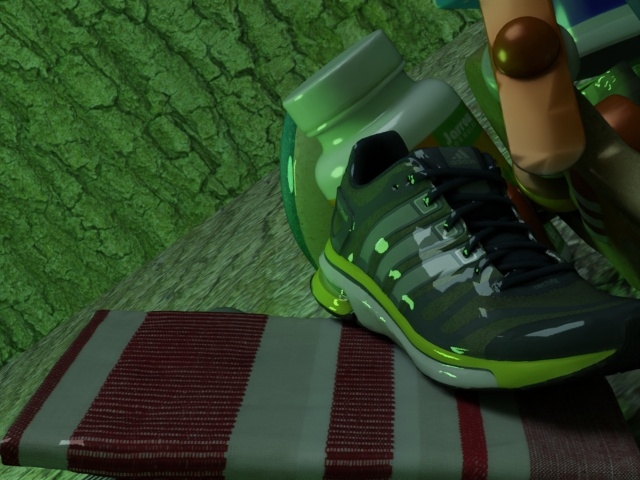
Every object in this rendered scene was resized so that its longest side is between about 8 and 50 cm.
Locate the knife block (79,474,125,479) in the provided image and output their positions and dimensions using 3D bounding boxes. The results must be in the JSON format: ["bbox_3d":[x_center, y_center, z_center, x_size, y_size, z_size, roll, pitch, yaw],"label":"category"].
[{"bbox_3d":[-0.083,0.215,1.022,0.275,0.242,0.088,8,-9,-23],"label":"knife block"}]

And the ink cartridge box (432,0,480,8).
[{"bbox_3d":[0.339,-0.379,1.480,0.394,0.166,0.285,-6,-11,-38],"label":"ink cartridge box"}]

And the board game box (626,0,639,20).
[{"bbox_3d":[0.306,-0.221,0.945,0.086,0.302,0.308,-39,10,-8],"label":"board game box"}]

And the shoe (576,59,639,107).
[{"bbox_3d":[0.278,-0.146,1.427,0.076,0.058,0.219,-41,10,-20],"label":"shoe"}]

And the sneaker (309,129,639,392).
[{"bbox_3d":[0.085,0.008,0.802,0.111,0.121,0.300,-7,16,-31],"label":"sneaker"}]

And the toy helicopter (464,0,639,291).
[{"bbox_3d":[0.185,-0.050,0.851,0.140,0.235,0.355,-33,29,-3],"label":"toy helicopter"}]

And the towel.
[{"bbox_3d":[0.007,0.094,0.775,0.328,0.037,0.237,3,13,3],"label":"towel"}]

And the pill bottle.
[{"bbox_3d":[0.082,-0.045,1.090,0.136,0.246,0.136,-36,10,7],"label":"pill bottle"}]

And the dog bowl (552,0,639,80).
[{"bbox_3d":[0.317,-0.242,1.322,0.264,0.104,0.265,-17,-3,-1],"label":"dog bowl"}]

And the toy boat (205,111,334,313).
[{"bbox_3d":[0.000,0.000,1.233,0.148,0.267,0.318,7,53,31],"label":"toy boat"}]
